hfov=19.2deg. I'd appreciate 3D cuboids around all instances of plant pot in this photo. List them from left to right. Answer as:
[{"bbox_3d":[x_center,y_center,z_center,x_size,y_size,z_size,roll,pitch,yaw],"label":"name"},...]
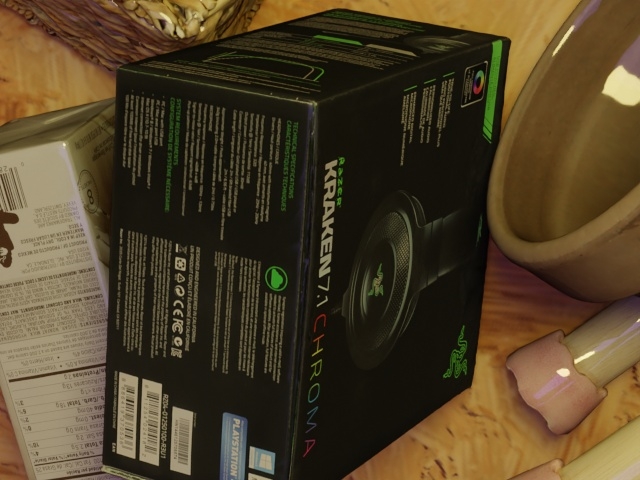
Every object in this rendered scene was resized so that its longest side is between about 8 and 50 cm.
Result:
[{"bbox_3d":[0.264,-0.042,1.107,0.229,0.263,0.263,33,111,-16],"label":"plant pot"}]

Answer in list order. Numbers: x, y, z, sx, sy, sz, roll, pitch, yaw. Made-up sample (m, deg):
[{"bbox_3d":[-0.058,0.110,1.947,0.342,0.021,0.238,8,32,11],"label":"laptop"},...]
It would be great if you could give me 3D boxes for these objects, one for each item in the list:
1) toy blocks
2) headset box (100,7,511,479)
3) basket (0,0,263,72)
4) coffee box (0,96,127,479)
[{"bbox_3d":[0.196,0.234,1.170,0.260,0.288,0.309,-37,98,16],"label":"toy blocks"},{"bbox_3d":[0.000,0.000,1.153,0.131,0.283,0.246,13,108,25],"label":"headset box"},{"bbox_3d":[-0.151,-0.256,1.190,0.299,0.223,0.213,31,82,1],"label":"basket"},{"bbox_3d":[-0.158,0.042,1.268,0.098,0.141,0.246,-11,104,15],"label":"coffee box"}]
